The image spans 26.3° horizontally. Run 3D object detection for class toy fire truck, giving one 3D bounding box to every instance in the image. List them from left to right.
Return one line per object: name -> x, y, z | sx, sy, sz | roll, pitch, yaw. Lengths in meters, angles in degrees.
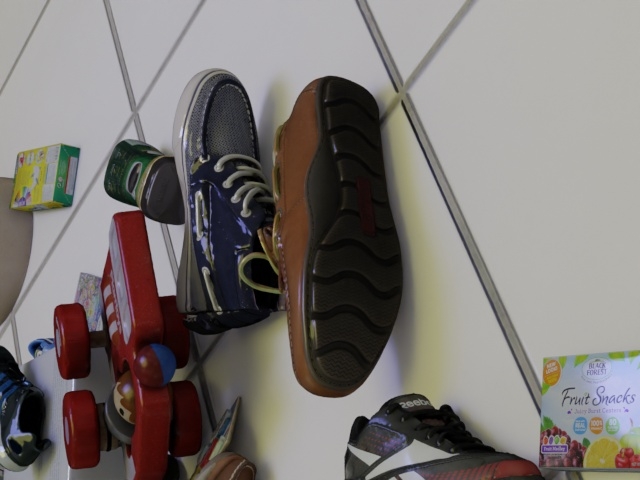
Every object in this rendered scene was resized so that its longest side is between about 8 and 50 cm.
toy fire truck -> -0.235, 0.146, 1.712 | 0.254, 0.169, 0.302 | 112, 150, -57

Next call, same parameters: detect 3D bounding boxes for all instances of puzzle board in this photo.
puzzle board -> -0.137, 0.265, 1.703 | 0.128, 0.011, 0.096 | -58, 10, 27

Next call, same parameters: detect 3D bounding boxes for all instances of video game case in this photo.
video game case -> -0.355, 0.099, 2.129 | 0.122, 0.011, 0.087 | 10, 88, 57

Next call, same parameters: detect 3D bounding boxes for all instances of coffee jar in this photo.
coffee jar -> -0.238, -0.083, 1.949 | 0.184, 0.079, 0.096 | 26, 99, 57

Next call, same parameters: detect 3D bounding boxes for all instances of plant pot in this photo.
plant pot -> -0.663, 0.009, 2.462 | 0.284, 0.191, 0.284 | -24, 60, 51

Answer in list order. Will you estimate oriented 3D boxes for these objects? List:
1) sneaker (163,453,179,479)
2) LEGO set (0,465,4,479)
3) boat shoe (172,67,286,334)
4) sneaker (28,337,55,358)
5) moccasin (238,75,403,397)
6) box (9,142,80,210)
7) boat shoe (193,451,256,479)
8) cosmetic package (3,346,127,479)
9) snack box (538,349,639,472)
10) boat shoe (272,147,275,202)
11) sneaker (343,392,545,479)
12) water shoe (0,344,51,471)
sneaker -> -0.209, 0.361, 1.775 | 0.170, 0.051, 0.089 | -100, 13, -59
LEGO set -> -0.537, 0.304, 2.093 | 0.255, 0.331, 0.192 | 10, 89, 37
boat shoe -> -0.095, -0.056, 1.699 | 0.158, 0.127, 0.341 | -8, 82, 51
sneaker -> -0.414, 0.191, 2.143 | 0.144, 0.059, 0.053 | 25, 98, 56
moccasin -> -0.003, -0.001, 1.509 | 0.147, 0.139, 0.380 | -40, 48, 45
box -> -0.478, -0.105, 2.345 | 0.179, 0.043, 0.105 | -3, 77, 50
boat shoe -> -0.123, 0.412, 1.599 | 0.116, 0.123, 0.324 | 10, 78, 24
cosmetic package -> -0.338, 0.273, 1.927 | 0.224, 0.138, 0.224 | -27, 58, 52
snack box -> 0.248, 0.147, 1.171 | 0.141, 0.037, 0.100 | -13, 67, 55
boat shoe -> -0.029, -0.076, 1.656 | 0.045, 0.050, 0.135 | -51, 41, 43
sneaker -> 0.108, 0.211, 1.307 | 0.276, 0.097, 0.135 | -16, 69, 55
water shoe -> -0.412, 0.221, 1.888 | 0.080, 0.073, 0.203 | -34, 53, 19
